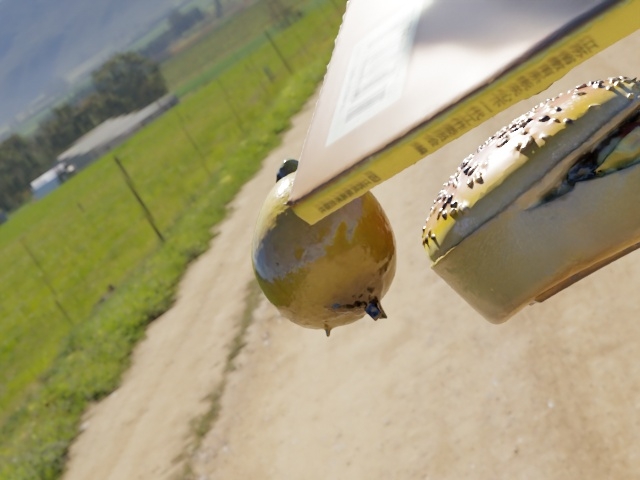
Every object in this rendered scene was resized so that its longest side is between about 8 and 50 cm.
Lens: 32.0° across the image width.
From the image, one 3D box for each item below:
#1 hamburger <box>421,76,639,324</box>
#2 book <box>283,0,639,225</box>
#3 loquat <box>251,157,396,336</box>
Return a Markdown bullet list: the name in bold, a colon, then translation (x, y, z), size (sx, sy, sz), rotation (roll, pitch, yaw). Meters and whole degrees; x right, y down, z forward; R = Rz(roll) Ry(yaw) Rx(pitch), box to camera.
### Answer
- **hamburger**: translation (0.241, -0.046, 1.138), size (0.300, 0.176, 0.300), rotation (-31, -5, -3)
- **book**: translation (0.131, -0.177, 0.515), size (0.374, 0.028, 0.263), rotation (-29, 33, 45)
- **loquat**: translation (0.000, 0.000, 1.162), size (0.149, 0.205, 0.172), rotation (-22, -28, 5)
